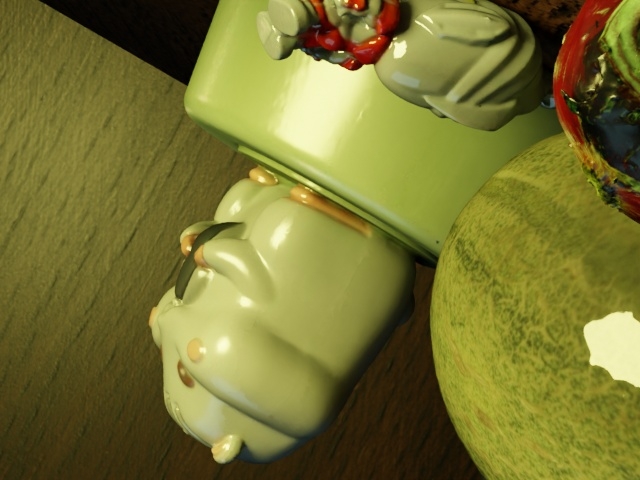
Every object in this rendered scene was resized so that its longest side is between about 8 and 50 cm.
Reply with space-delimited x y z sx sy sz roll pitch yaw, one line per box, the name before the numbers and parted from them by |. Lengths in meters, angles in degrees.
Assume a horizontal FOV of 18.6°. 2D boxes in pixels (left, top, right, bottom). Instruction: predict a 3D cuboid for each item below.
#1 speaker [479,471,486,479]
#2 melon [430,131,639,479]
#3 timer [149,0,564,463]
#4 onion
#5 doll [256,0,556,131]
speaker | 0.158 0.069 1.542 0.184 0.180 0.388 -12 -170 -8
melon | 0.198 0.065 0.998 0.329 0.248 0.248 37 -177 40
timer | 0.000 0.000 1.289 0.291 0.315 0.291 31 178 1
onion | 0.147 -0.055 0.751 0.117 0.118 0.118 63 -178 6
doll | 0.054 -0.104 1.065 0.180 0.079 0.094 12 153 -18
